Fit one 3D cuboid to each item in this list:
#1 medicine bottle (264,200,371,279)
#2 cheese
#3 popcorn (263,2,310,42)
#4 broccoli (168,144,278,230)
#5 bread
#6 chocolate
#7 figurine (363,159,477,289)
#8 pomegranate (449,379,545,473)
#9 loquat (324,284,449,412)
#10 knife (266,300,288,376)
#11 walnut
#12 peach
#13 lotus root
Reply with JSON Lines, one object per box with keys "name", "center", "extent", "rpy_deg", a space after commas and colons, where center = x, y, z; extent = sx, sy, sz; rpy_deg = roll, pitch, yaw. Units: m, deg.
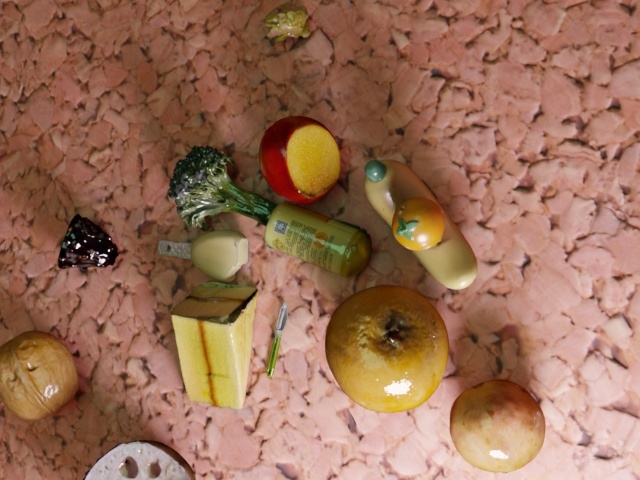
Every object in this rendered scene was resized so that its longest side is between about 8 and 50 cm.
{"name": "medicine bottle", "center": [0.000, 0.000, 1.606], "extent": [0.239, 0.124, 0.124], "rpy_deg": [20, 91, 17]}
{"name": "cheese", "center": [-0.293, 0.032, 1.737], "extent": [0.255, 0.050, 0.127], "rpy_deg": [5, 99, 25]}
{"name": "popcorn", "center": [-0.079, -0.523, 1.704], "extent": [0.097, 0.109, 0.089], "rpy_deg": [27, 130, 53]}
{"name": "broccoli", "center": [-0.244, -0.087, 1.694], "extent": [0.275, 0.177, 0.198], "rpy_deg": [44, 101, 1]}
{"name": "bread", "center": [-0.240, 0.248, 1.704], "extent": [0.168, 0.163, 0.264], "rpy_deg": [6, 117, 18]}
{"name": "chocolate", "center": [-0.585, 0.023, 1.815], "extent": [0.133, 0.156, 0.156], "rpy_deg": [20, 91, -8]}
{"name": "figurine", "center": [0.210, -0.036, 1.484], "extent": [0.124, 0.222, 0.324], "rpy_deg": [-38, 73, 9]}
{"name": "pomegranate", "center": [0.353, 0.372, 1.414], "extent": [0.191, 0.191, 0.191], "rpy_deg": [-2, 84, 19]}
{"name": "loquat", "center": [0.139, 0.223, 1.466], "extent": [0.263, 0.263, 0.263], "rpy_deg": [-2, 84, 19]}
{"name": "knife", "center": [-0.099, 0.232, 1.666], "extent": [0.022, 0.026, 0.184], "rpy_deg": [14, 91, 59]}
{"name": "walnut", "center": [-0.719, 0.338, 1.783], "extent": [0.193, 0.193, 0.225], "rpy_deg": [-28, 76, 14]}
{"name": "peach", "center": [-0.045, -0.182, 1.605], "extent": [0.190, 0.190, 0.192], "rpy_deg": [-47, 53, 9]}
{"name": "lotus root", "center": [-0.402, 0.582, 1.648], "extent": [0.272, 0.192, 0.272], "rpy_deg": [-1, 83, 8]}
